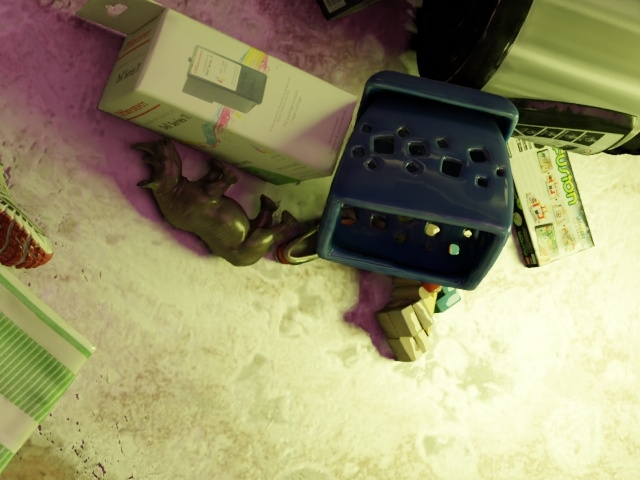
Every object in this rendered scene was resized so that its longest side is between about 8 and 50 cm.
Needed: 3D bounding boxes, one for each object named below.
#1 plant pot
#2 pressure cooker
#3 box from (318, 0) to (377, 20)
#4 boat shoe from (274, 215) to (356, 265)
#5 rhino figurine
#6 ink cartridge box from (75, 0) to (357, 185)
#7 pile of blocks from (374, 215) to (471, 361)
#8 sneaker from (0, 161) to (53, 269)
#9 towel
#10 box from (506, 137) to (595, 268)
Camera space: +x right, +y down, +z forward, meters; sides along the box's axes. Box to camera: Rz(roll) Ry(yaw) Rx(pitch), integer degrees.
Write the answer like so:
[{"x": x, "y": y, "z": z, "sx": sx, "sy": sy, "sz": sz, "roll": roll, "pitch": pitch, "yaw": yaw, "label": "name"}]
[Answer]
[{"x": 0.133, "y": -0.084, "z": 1.703, "sx": 0.236, "sy": 0.236, "sz": 0.212, "roll": 12, "pitch": 70, "yaw": 0, "label": "plant pot"}, {"x": 0.389, "y": -0.316, "z": 1.808, "sx": 0.420, "sy": 0.375, "sz": 0.370, "roll": 15, "pitch": 44, "yaw": -16, "label": "pressure cooker"}, {"x": 0.081, "y": -0.425, "z": 1.777, "sx": 0.142, "sy": 0.247, "sz": 0.163, "roll": -30, "pitch": 99, "yaw": -23, "label": "box"}, {"x": 0.000, "y": 0.000, "z": 1.818, "sx": 0.137, "sy": 0.043, "sz": 0.049, "roll": -22, "pitch": 93, "yaw": -26, "label": "boat shoe"}, {"x": -0.157, "y": -0.056, "z": 1.731, "sx": 0.243, "sy": 0.073, "sz": 0.106, "roll": 36, "pitch": 91, "yaw": -16, "label": "rhino figurine"}, {"x": -0.156, "y": -0.194, "z": 1.672, "sx": 0.353, "sy": 0.207, "sz": 0.119, "roll": 23, "pitch": 80, "yaw": -20, "label": "ink cartridge box"}, {"x": 0.179, "y": 0.000, "z": 1.862, "sx": 0.149, "sy": 0.112, "sz": 0.362, "roll": 10, "pitch": 82, "yaw": -24, "label": "pile of blocks"}, {"x": -0.414, "y": -0.059, "z": 1.599, "sx": 0.225, "sy": 0.088, "sz": 0.093, "roll": 48, "pitch": 40, "yaw": -9, "label": "sneaker"}, {"x": -0.466, "y": 0.185, "z": 1.592, "sx": 0.248, "sy": 0.038, "sz": 0.325, "roll": 43, "pitch": 70, "yaw": -16, "label": "towel"}, {"x": 0.345, "y": -0.071, "z": 1.986, "sx": 0.114, "sy": 0.036, "sz": 0.207, "roll": -18, "pitch": 93, "yaw": -25, "label": "box"}]
